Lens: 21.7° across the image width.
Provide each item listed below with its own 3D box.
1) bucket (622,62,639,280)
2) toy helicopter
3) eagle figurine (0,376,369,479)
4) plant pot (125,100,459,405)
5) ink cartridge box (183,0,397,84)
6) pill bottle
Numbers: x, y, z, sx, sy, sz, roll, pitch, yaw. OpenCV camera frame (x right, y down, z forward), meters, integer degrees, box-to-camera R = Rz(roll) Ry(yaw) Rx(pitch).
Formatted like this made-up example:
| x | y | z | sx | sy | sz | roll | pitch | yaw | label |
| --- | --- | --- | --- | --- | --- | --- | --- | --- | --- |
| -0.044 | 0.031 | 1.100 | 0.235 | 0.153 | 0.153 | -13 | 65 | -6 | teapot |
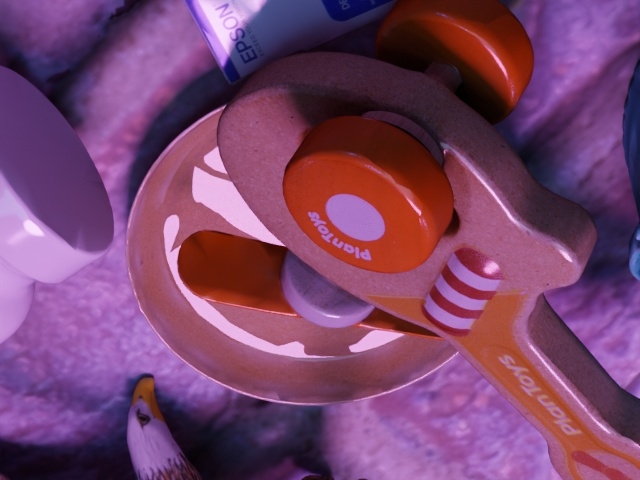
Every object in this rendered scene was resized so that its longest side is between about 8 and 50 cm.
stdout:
| x | y | z | sx | sy | sz | roll | pitch | yaw | label |
| --- | --- | --- | --- | --- | --- | --- | --- | --- | --- |
| 0.304 | -0.028 | 0.934 | 0.281 | 0.183 | 0.281 | -1 | 123 | -2 | bucket |
| 0.075 | 0.038 | 0.940 | 0.355 | 0.140 | 0.235 | 46 | 142 | -20 | toy helicopter |
| -0.124 | 0.198 | 1.062 | 0.298 | 0.225 | 0.226 | -10 | 134 | -10 | eagle figurine |
| 0.000 | 0.000 | 1.024 | 0.236 | 0.032 | 0.236 | -1 | 124 | -2 | plant pot |
| 0.065 | -0.221 | 0.864 | 0.333 | 0.065 | 0.165 | -22 | 122 | 9 | ink cartridge box |
| -0.259 | 0.018 | 0.948 | 0.265 | 0.153 | 0.153 | -30 | 120 | 15 | pill bottle |
